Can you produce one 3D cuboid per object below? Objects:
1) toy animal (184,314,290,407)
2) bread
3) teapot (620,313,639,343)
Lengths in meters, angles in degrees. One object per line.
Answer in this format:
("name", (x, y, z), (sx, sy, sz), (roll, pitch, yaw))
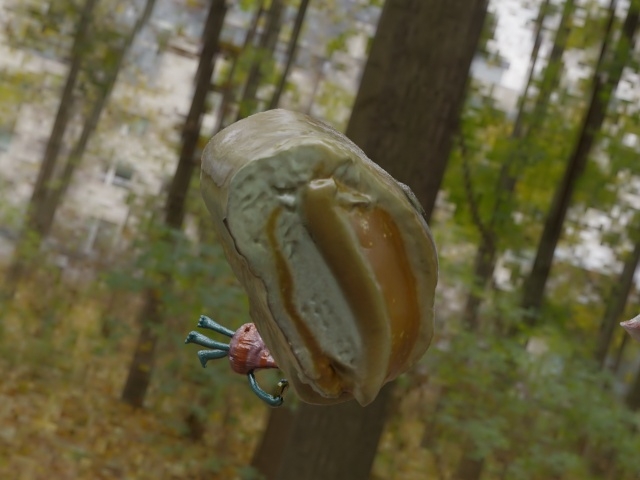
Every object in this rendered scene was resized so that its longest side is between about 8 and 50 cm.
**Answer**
("toy animal", (-0.080, 0.163, 2.039), (0.208, 0.103, 0.100), (13, -5, 25))
("bread", (0.000, 0.000, 1.680), (0.210, 0.300, 0.341), (-23, 13, -8))
("teapot", (0.413, 0.075, 1.487), (0.245, 0.116, 0.159), (14, -31, 52))
